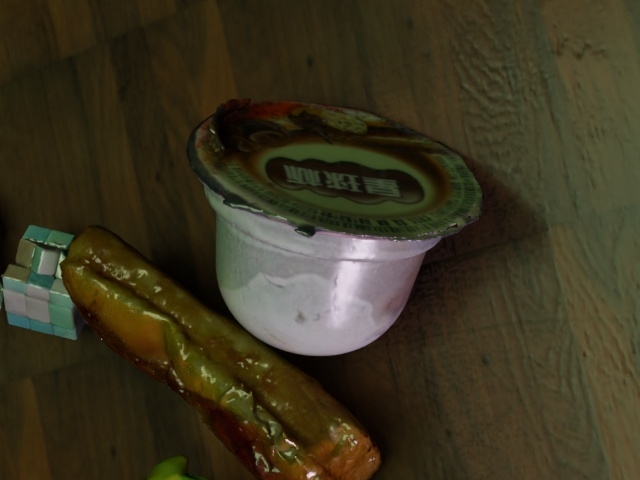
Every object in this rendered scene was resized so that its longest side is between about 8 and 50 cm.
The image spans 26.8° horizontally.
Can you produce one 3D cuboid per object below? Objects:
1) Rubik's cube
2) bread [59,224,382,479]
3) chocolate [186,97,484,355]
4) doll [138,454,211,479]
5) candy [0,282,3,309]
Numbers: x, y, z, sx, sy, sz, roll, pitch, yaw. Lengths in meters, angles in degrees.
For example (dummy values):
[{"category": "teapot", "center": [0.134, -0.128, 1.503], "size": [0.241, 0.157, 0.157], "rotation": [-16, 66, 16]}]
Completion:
[{"category": "Rubik's cube", "center": [-0.211, 0.027, 1.073], "size": [0.075, 0.073, 0.084], "rotation": [25, 137, -6]}, {"category": "bread", "center": [-0.078, 0.093, 0.968], "size": [0.271, 0.139, 0.077], "rotation": [37, 80, 22]}, {"category": "chocolate", "center": [-0.005, -0.002, 0.925], "size": [0.221, 0.221, 0.147], "rotation": [34, 125, 24]}, {"category": "doll", "center": [-0.054, 0.332, 0.977], "size": [0.341, 0.099, 0.346], "rotation": [18, 111, 16]}, {"category": "candy", "center": [-0.341, -0.041, 1.142], "size": [0.292, 0.059, 0.086], "rotation": [52, 140, 21]}]
